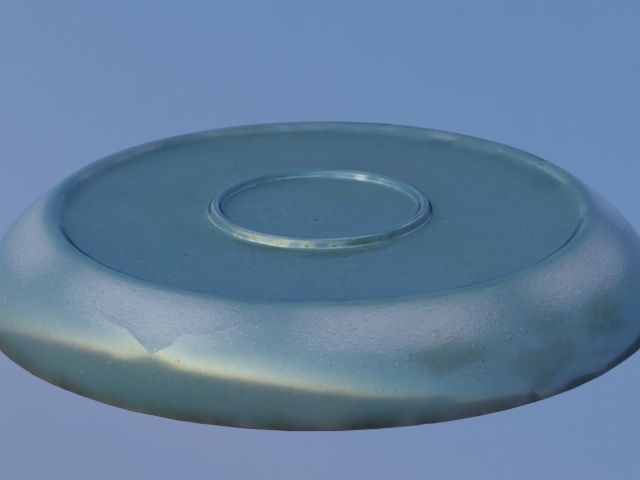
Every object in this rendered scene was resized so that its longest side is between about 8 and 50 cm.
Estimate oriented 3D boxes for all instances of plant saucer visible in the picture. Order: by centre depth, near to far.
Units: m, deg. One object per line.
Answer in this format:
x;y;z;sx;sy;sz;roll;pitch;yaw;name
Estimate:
0.000;0.000;0.858;0.317;0.044;0.317;0;20;0;plant saucer
